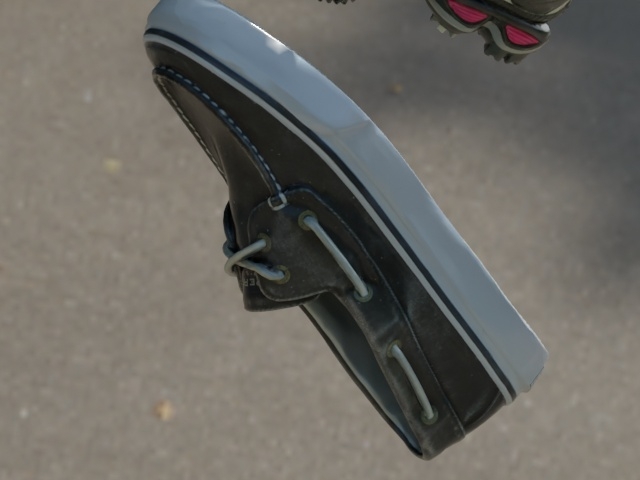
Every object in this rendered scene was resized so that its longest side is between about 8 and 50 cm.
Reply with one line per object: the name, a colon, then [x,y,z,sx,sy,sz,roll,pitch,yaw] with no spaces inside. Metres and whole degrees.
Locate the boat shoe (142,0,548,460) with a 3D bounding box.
boat shoe: [0.000,0.000,1.163,0.335,0.119,0.121,47,-12,-15]

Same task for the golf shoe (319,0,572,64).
golf shoe: [0.052,-0.205,1.203,0.272,0.120,0.105,12,45,-32]
